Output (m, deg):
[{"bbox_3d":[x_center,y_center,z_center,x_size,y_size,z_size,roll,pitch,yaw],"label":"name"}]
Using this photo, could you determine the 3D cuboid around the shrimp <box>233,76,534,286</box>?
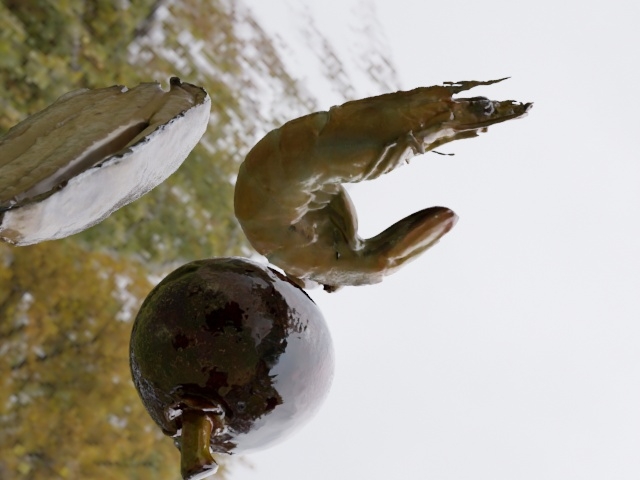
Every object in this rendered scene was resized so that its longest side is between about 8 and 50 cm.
[{"bbox_3d":[0.035,-0.027,0.752,0.162,0.095,0.045,-15,-177,10],"label":"shrimp"}]

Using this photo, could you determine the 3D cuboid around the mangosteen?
[{"bbox_3d":[-0.111,0.151,1.619,0.235,0.235,0.261,-19,-149,32],"label":"mangosteen"}]

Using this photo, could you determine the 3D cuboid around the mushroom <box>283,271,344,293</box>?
[{"bbox_3d":[0.000,0.000,1.758,0.087,0.127,0.127,13,-119,16],"label":"mushroom"}]

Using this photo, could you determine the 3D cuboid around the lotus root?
[{"bbox_3d":[-0.196,-0.052,1.202,0.167,0.078,0.329,-2,-159,24],"label":"lotus root"}]
